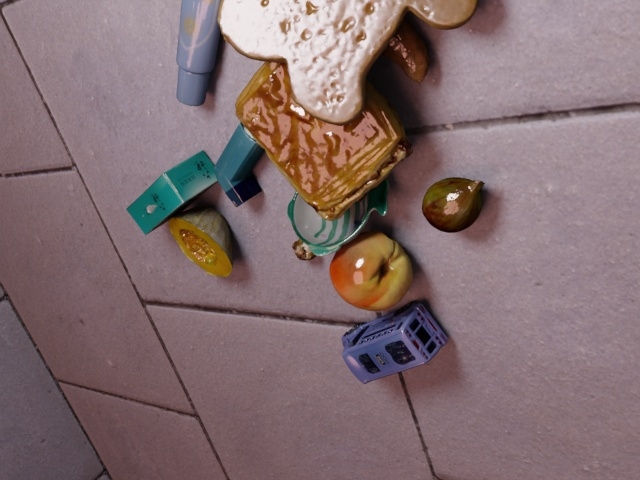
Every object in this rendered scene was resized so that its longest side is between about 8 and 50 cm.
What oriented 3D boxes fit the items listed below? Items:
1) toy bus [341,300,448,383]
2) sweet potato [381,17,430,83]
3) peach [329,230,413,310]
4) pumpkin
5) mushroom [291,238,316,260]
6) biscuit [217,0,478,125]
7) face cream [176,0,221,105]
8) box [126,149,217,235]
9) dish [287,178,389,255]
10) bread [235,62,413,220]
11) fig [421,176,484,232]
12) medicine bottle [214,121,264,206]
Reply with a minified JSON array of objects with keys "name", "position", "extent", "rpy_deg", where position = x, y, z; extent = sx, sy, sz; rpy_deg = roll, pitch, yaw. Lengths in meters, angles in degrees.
[{"name":"toy bus","position":[0.153,0.256,1.661],"extent":[0.125,0.133,0.292],"rpy_deg":[53,138,-5]},{"name":"sweet potato","position":[0.060,-0.412,1.286],"extent":[0.341,0.092,0.114],"rpy_deg":[33,152,18]},{"name":"peach","position":[0.108,0.069,1.539],"extent":[0.184,0.184,0.184],"rpy_deg":[22,131,27]},{"name":"pumpkin","position":[-0.303,-0.012,1.874],"extent":[0.217,0.110,0.217],"rpy_deg":[23,148,16]},{"name":"mushroom","position":[0.000,0.000,1.664],"extent":[0.187,0.061,0.060],"rpy_deg":[-30,93,43]},{"name":"biscuit","position":[0.053,-0.415,1.199],"extent":[0.368,0.076,0.394],"rpy_deg":[42,108,5]},{"name":"face cream","position":[-0.262,-0.476,1.520],"extent":[0.135,0.086,0.385],"rpy_deg":[32,130,18]},{"name":"box","position":[-0.385,-0.122,1.824],"extent":[0.245,0.153,0.092],"rpy_deg":[-29,98,49]},{"name":"dish","position":[0.050,-0.068,1.523],"extent":[0.246,0.224,0.078],"rpy_deg":[-6,159,29]},{"name":"bread","position":[0.016,-0.239,1.390],"extent":[0.324,0.167,0.277],"rpy_deg":[46,125,-4]},{"name":"fig","position":[0.264,-0.080,1.348],"extent":[0.109,0.103,0.155],"rpy_deg":[24,145,-6]},{"name":"medicine bottle","position":[-0.170,-0.196,1.645],"extent":[0.124,0.079,0.258],"rpy_deg":[47,137,8]}]
